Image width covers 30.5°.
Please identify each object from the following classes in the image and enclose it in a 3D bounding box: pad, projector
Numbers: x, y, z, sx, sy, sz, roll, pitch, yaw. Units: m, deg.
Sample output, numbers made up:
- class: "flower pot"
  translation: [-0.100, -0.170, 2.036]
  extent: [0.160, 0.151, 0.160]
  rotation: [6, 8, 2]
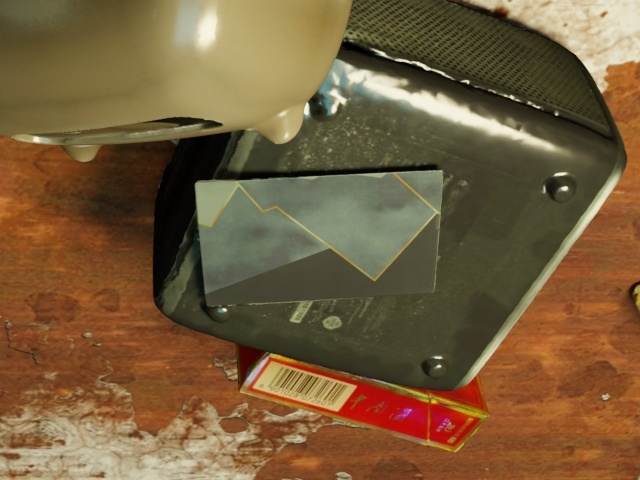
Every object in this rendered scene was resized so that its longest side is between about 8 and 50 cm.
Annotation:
- class: "pad"
  translation: [0.000, 0.000, 1.176]
  extent: [0.243, 0.004, 0.163]
  rotation: [-3, 129, -2]
- class: "projector"
  translation: [0.055, -0.061, 1.286]
  extent: [0.405, 0.242, 0.395]
  rotation: [16, 128, -19]

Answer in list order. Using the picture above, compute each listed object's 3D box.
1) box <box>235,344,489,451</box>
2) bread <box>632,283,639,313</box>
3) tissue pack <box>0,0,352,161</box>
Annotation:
- class: "box"
  translation: [0.048, 0.133, 1.479]
  extent: [0.313, 0.197, 0.089]
  rotation: [20, 125, -23]
- class: "bread"
  translation: [0.571, 0.133, 1.613]
  extent: [0.185, 0.114, 0.274]
  rotation: [-30, 130, 18]
- class: "tissue pack"
  translation: [-0.173, -0.214, 1.004]
  extent: [0.387, 0.276, 0.267]
  rotation: [-3, 178, 33]
